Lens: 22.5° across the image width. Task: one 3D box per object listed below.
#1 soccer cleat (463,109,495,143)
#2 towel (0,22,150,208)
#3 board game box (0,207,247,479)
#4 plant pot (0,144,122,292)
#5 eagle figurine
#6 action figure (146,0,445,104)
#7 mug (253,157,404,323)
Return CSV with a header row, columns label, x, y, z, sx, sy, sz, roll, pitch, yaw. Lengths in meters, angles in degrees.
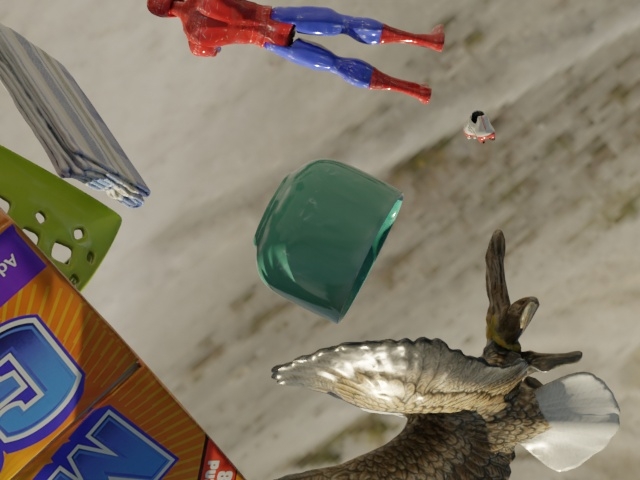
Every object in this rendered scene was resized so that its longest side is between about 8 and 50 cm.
label,x,y,z,sx,sy,sz,roll,pitch,yaw
soccer cleat,0.180,-0.134,1.847,0.029,0.035,0.083,-17,-166,-4
towel,-0.282,-0.135,1.768,0.034,0.209,0.285,-35,171,4
board game box,-0.358,0.161,1.461,0.356,0.356,0.356,-43,-146,-8
plant pot,-0.392,0.044,1.826,0.227,0.228,0.207,-38,-152,46
eagle figurine,0.094,0.158,1.428,0.225,0.226,0.298,-34,177,40
action figure,-0.029,-0.207,1.567,0.139,0.280,0.091,-98,-159,-72
mug,-0.002,0.003,1.405,0.129,0.097,0.157,-58,173,-43
